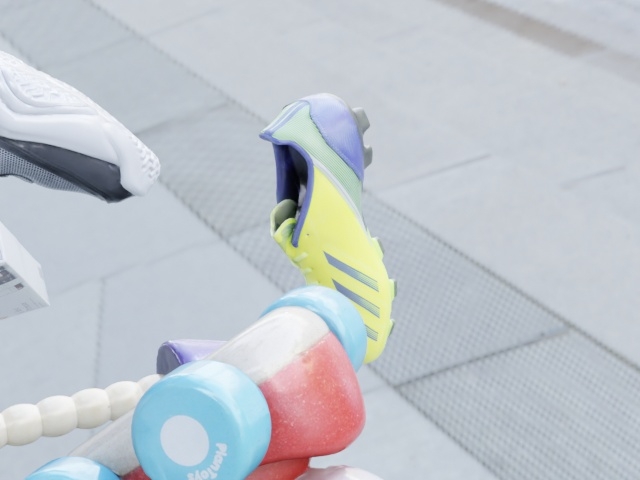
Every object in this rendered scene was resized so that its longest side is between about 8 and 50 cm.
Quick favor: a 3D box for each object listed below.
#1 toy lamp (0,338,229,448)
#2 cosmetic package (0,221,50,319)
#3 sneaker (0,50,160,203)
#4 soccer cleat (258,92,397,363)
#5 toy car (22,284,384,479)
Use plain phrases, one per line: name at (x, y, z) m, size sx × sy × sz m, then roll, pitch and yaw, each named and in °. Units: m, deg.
toy lamp at (-0.172, 0.124, 1.110) m, size 0.275 × 0.080 × 0.080 m, roll -11°, pitch 22°, yaw -22°
cosmetic package at (-0.386, 0.041, 1.777) m, size 0.099 × 0.060 × 0.239 m, roll -15°, pitch -14°, yaw -1°
sneaker at (-0.233, -0.044, 0.860) m, size 0.153 × 0.269 × 0.101 m, roll -65°, pitch 23°, yaw 7°
soccer cleat at (-0.001, -0.001, 1.490) m, size 0.121 × 0.289 × 0.093 m, roll -28°, pitch 32°, yaw -33°
toy car at (-0.028, 0.182, 0.947) m, size 0.210 × 0.238 × 0.219 m, roll -36°, pitch -2°, yaw 22°
